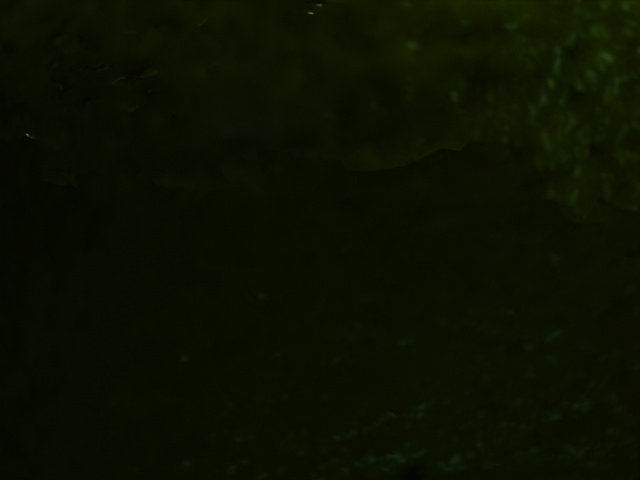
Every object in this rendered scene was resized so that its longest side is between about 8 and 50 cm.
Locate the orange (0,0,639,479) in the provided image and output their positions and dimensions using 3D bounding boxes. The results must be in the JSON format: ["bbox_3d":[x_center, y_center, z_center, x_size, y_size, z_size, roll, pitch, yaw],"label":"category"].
[{"bbox_3d":[-0.004,-0.030,0.507,0.274,0.274,0.274,12,5,-1],"label":"orange"}]
